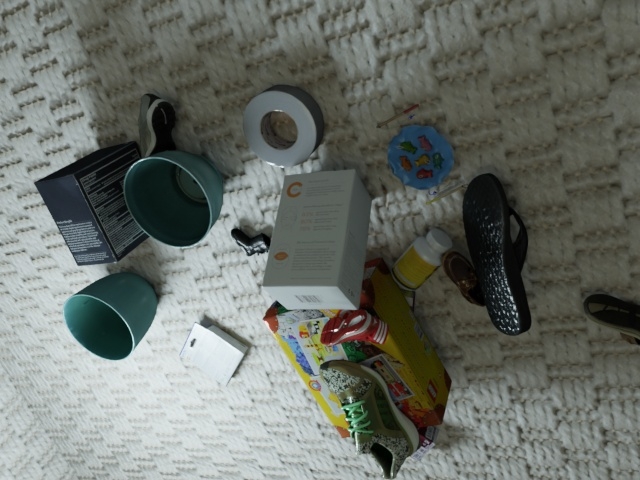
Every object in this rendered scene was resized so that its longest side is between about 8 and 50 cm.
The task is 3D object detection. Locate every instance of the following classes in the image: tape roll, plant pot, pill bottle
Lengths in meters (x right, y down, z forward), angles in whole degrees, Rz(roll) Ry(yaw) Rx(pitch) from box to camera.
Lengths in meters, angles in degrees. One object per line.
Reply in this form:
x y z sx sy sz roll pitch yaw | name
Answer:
-0.103 -0.317 1.540 0.219 0.072 0.219 10 122 16 | tape roll
-0.417 -0.152 1.688 0.293 0.196 0.292 10 122 16 | plant pot
-0.744 0.253 2.037 0.293 0.235 0.292 10 123 16 | plant pot
0.290 0.053 1.581 0.103 0.103 0.184 36 126 -1 | pill bottle

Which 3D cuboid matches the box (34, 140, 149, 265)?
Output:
-0.676 -0.121 1.752 0.183 0.296 0.293 -5 116 25 | box

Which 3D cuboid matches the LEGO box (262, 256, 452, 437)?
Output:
0.121 0.344 1.715 0.373 0.193 0.500 -21 109 31 | LEGO box

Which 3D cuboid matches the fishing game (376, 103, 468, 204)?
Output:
0.256 -0.216 1.465 0.189 0.041 0.264 -21 107 39 | fishing game

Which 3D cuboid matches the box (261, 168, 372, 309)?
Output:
0.000 0.000 1.502 0.215 0.345 0.168 -2 152 23 | box

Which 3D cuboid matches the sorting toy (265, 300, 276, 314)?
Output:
-0.089 0.353 1.935 0.126 0.127 0.365 -4 125 57 | sorting toy

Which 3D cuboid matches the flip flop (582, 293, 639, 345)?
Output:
0.829 0.230 1.479 0.277 0.112 0.080 21 150 6 | flip flop

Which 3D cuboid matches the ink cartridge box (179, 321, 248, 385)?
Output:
-0.410 0.426 2.121 0.224 0.045 0.223 33 125 2 | ink cartridge box

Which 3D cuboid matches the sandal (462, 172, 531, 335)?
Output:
0.482 0.031 1.474 0.168 0.107 0.445 15 122 65 | sandal

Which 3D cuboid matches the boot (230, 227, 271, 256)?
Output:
-0.220 -0.002 1.791 0.099 0.045 0.121 -18 118 32 | boot

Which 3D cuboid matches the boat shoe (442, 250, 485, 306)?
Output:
0.412 0.109 1.551 0.073 0.073 0.207 -43 124 -1 | boat shoe

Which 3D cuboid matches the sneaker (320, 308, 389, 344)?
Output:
0.100 0.260 1.504 0.128 0.087 0.221 29 151 -22 | sneaker

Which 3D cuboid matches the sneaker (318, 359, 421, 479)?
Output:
0.133 0.513 1.578 0.158 0.182 0.410 -33 103 34 | sneaker

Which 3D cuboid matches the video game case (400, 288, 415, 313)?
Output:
0.192 0.248 1.774 0.210 0.042 0.232 10 122 18 | video game case

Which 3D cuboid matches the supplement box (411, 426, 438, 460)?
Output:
0.281 0.667 1.969 0.240 0.073 0.130 30 126 4 | supplement box

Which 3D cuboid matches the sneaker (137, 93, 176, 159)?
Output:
-0.508 -0.324 1.699 0.108 0.100 0.271 40 133 26 | sneaker
